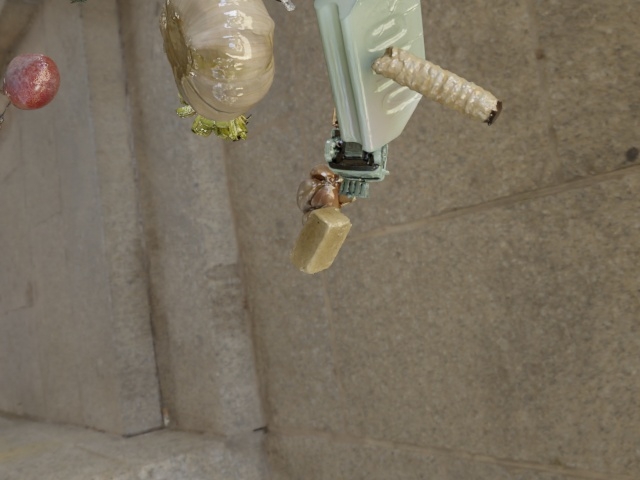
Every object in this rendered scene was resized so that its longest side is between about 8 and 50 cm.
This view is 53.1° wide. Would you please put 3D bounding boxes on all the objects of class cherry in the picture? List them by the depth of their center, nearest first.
[{"bbox_3d":[-0.582,-0.290,1.237,0.225,0.090,0.107,-19,78,34],"label":"cherry"}]

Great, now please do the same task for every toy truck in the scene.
[{"bbox_3d":[0.103,-0.259,1.450,0.133,0.184,0.338,5,81,16],"label":"toy truck"}]

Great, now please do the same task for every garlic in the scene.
[{"bbox_3d":[-0.149,-0.291,0.968,0.228,0.152,0.228,48,149,43],"label":"garlic"},{"bbox_3d":[-0.002,-0.128,1.991,0.160,0.191,0.214,37,83,28],"label":"garlic"}]

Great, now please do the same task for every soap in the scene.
[{"bbox_3d":[0.101,-0.324,1.147,0.095,0.173,0.289,35,150,41],"label":"soap"}]

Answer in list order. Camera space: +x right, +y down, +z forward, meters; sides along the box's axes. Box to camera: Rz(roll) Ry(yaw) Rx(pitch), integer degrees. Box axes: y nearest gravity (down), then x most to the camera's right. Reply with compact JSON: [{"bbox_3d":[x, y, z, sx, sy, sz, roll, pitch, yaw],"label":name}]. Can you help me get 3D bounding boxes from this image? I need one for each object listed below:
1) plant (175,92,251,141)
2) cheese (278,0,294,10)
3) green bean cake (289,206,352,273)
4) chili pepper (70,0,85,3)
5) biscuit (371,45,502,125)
[{"bbox_3d":[-0.324,-0.478,2.219,0.297,0.261,0.306,-48,52,5],"label":"plant"},{"bbox_3d":[-0.135,-0.834,2.170,0.162,0.086,0.036,60,161,23],"label":"cheese"},{"bbox_3d":[0.000,0.000,1.763,0.085,0.109,0.179,42,120,27],"label":"green bean cake"},{"bbox_3d":[-0.531,-0.542,1.265,0.088,0.227,0.059,-44,83,9],"label":"chili pepper"},{"bbox_3d":[0.190,-0.252,1.041,0.219,0.061,0.055,29,139,10],"label":"biscuit"}]
